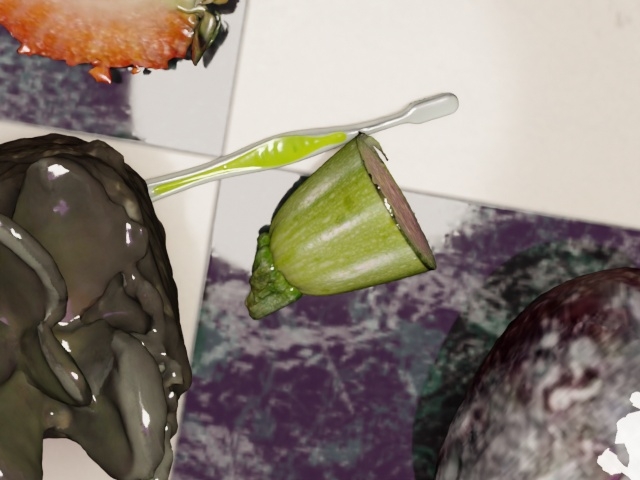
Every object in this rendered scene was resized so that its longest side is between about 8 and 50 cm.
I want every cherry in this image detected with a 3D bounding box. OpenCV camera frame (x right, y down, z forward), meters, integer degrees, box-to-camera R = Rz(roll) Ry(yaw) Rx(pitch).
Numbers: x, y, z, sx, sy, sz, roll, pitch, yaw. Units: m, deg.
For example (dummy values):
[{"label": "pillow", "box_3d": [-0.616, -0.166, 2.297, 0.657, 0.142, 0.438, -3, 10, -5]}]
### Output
[{"label": "cherry", "box_3d": [0.208, 0.147, 1.121, 0.255, 0.218, 0.296, 41, 104, -4]}]

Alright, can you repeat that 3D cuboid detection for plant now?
[{"label": "plant", "box_3d": [-0.182, 0.044, 1.065, 0.188, 0.276, 0.199, -16, 107, -1]}]

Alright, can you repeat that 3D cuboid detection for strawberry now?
[{"label": "strawberry", "box_3d": [-0.158, -0.207, 1.144, 0.236, 0.107, 0.175, 28, 130, -2]}]

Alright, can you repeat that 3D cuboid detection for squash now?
[{"label": "squash", "box_3d": [-0.004, 0.003, 1.168, 0.132, 0.105, 0.105, -28, 95, 12]}]

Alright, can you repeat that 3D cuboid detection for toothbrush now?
[{"label": "toothbrush", "box_3d": [-0.034, -0.057, 1.190, 0.263, 0.026, 0.022, -17, 105, 0]}]
